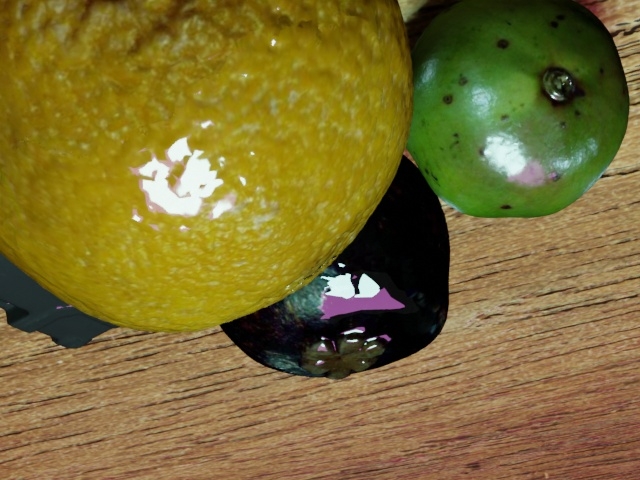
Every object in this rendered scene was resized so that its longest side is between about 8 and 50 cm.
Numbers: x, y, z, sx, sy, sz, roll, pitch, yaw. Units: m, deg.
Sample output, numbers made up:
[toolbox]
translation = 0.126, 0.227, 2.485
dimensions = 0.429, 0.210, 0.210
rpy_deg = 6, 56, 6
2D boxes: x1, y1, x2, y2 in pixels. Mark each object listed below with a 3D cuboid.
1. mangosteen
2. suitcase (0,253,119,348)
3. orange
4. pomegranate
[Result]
[mangosteen]
translation = 0.000, 0.000, 1.303
dimensions = 0.243, 0.243, 0.243
rpy_deg = -8, 151, -4
[suitcase]
translation = -0.250, 0.002, 1.395
dimensions = 0.206, 0.066, 0.285
rpy_deg = -27, 147, 27
[orange]
translation = -0.101, -0.101, 1.020
dimensions = 0.322, 0.322, 0.357
rpy_deg = -8, 162, -3
[pomegranate]
translation = 0.140, -0.103, 1.248
dimensions = 0.187, 0.187, 0.225
rpy_deg = -2, 178, -15
